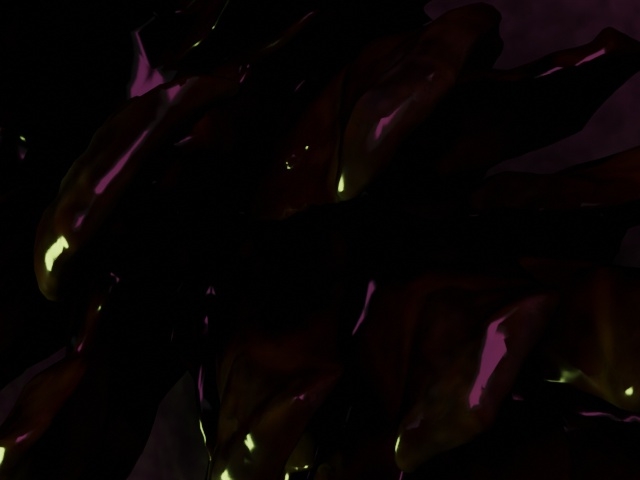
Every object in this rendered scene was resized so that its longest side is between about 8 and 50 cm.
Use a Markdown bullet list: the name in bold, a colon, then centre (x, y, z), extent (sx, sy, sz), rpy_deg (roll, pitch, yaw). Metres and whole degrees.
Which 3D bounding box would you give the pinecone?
- **pinecone**: centre (0.000, 0.000, 0.459), extent (0.309, 0.244, 0.244), rpy_deg (34, 85, 17)
